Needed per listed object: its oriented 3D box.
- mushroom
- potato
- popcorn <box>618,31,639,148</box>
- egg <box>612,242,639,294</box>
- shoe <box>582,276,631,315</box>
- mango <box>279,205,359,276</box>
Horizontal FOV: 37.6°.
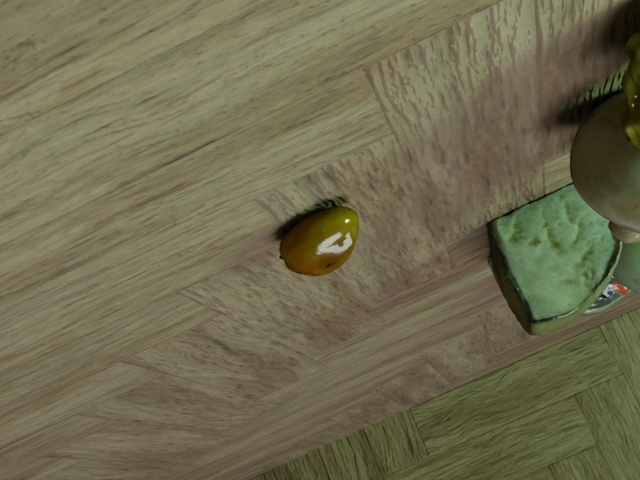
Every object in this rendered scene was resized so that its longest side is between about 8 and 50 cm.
[{"bbox_3d":[0.404,-0.074,1.148,0.207,0.207,0.215,-19,142,-12],"label":"mushroom"},{"bbox_3d":[0.389,0.046,1.511,0.211,0.189,0.264,-24,162,1],"label":"potato"},{"bbox_3d":[0.397,-0.163,0.957,0.197,0.155,0.198,-32,141,-31],"label":"popcorn"},{"bbox_3d":[0.603,0.013,1.646,0.253,0.187,0.186,19,155,-1],"label":"egg"},{"bbox_3d":[0.578,0.032,1.809,0.336,0.132,0.171,-19,156,-16],"label":"shoe"},{"bbox_3d":[0.000,0.000,1.137,0.114,0.060,0.080,-31,144,29],"label":"mango"}]
